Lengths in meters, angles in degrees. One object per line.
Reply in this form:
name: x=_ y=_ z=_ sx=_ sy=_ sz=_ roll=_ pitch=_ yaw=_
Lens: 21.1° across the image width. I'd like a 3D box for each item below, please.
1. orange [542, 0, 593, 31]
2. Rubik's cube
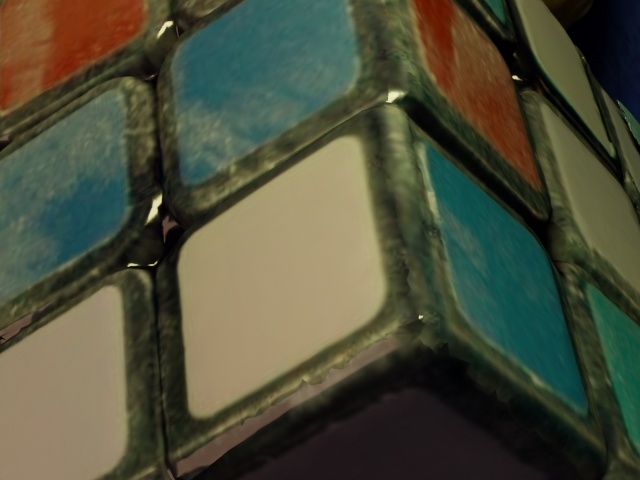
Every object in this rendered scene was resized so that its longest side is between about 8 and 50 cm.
orange: x=0.026 y=-0.233 z=0.980 sx=0.329 sy=0.249 sz=0.329 roll=25 pitch=119 yaw=58
Rubik's cube: x=-0.009 y=0.067 z=0.802 sx=0.362 sy=0.363 sz=0.359 roll=-27 pitch=46 yaw=22
